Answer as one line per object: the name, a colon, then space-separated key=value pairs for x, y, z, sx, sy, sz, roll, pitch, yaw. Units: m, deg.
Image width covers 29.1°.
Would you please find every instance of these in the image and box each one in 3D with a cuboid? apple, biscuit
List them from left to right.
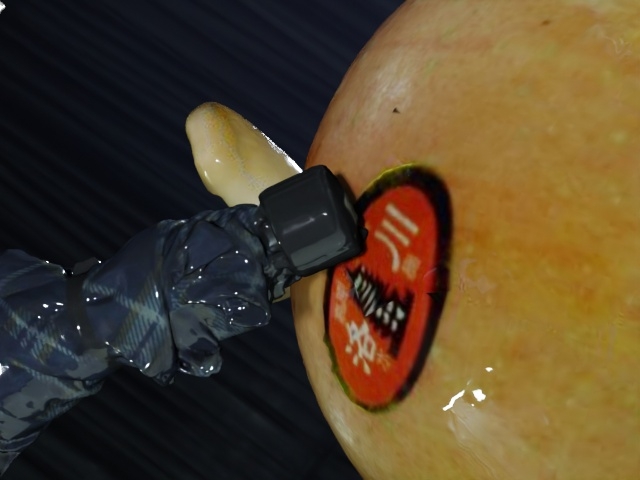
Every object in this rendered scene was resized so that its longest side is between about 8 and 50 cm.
biscuit: x=0.000 y=-0.001 z=0.853 sx=0.047 sy=0.208 sz=0.164 roll=-31 pitch=51 yaw=43
apple: x=0.165 y=0.025 z=0.533 sx=0.339 sy=0.305 sz=0.338 roll=-18 pitch=-59 yaw=-34

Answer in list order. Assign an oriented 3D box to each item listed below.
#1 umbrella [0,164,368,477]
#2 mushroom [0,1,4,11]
umbrella: x=-0.088 y=0.031 z=0.471 sx=0.224 sy=0.080 sz=0.071 roll=-26 pitch=3 yaw=12
mushroom: x=-0.250 y=-0.251 z=0.683 sx=0.297 sy=0.298 sz=0.290 roll=-46 pitch=-17 yaw=-40
